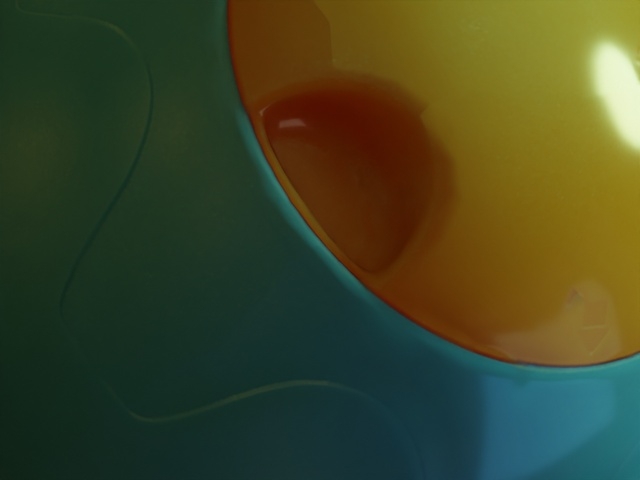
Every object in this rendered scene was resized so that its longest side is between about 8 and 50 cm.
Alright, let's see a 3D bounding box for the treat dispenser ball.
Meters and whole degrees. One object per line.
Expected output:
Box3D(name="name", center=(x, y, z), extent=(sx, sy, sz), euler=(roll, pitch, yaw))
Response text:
Box3D(name="treat dispenser ball", center=(0.000, 0.000, 0.692), extent=(0.288, 0.288, 0.288), euler=(-48, 166, -17))
